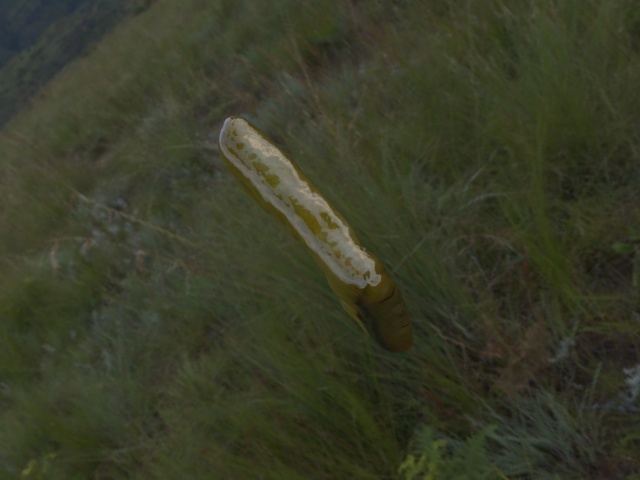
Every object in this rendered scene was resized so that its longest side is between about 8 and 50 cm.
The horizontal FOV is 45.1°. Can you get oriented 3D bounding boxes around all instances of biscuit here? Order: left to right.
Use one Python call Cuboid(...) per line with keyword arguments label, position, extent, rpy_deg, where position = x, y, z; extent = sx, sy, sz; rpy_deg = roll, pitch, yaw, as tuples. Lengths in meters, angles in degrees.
Cuboid(label="biscuit", position=(0.000, 0.000, 0.578), extent=(0.039, 0.183, 0.174), rpy_deg=(-41, -20, -3))
